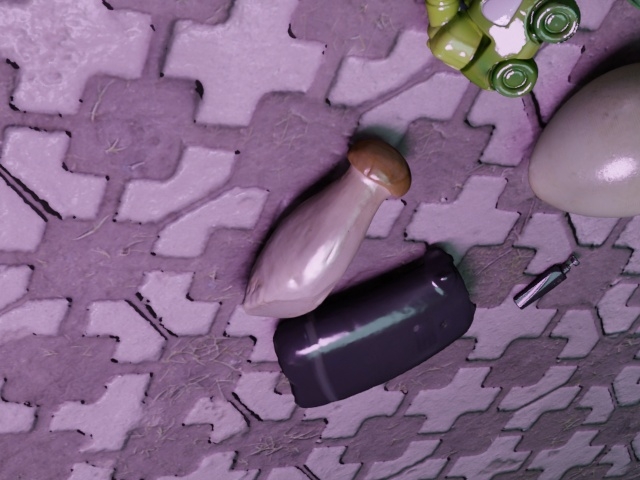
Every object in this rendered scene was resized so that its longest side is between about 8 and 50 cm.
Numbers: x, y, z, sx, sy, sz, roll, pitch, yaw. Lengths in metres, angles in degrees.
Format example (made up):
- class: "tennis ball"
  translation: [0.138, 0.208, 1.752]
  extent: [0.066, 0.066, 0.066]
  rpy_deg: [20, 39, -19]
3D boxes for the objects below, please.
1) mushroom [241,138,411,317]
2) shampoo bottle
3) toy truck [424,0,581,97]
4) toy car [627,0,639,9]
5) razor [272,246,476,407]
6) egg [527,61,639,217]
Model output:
- class: "mushroom"
  translation: [0.000, 0.000, 1.411]
  extent: [0.128, 0.128, 0.350]
  rpy_deg: [24, 115, -41]
- class: "shampoo bottle"
  translation: [0.416, 0.077, 1.760]
  extent: [0.137, 0.027, 0.048]
  rpy_deg: [-39, 139, 13]
- class: "toy truck"
  translation: [0.210, -0.288, 1.217]
  extent: [0.211, 0.148, 0.187]
  rpy_deg: [9, 133, -3]
- class: "toy car"
  translation: [0.516, -0.430, 1.188]
  extent: [0.213, 0.176, 0.358]
  rpy_deg: [11, 127, -33]
- class: "razor"
  translation: [0.094, 0.155, 1.616]
  extent: [0.349, 0.113, 0.204]
  rpy_deg: [-25, 136, -2]
- class: "egg"
  translation: [0.449, -0.140, 1.420]
  extent: [0.295, 0.218, 0.218]
  rpy_deg: [-26, 140, 21]
